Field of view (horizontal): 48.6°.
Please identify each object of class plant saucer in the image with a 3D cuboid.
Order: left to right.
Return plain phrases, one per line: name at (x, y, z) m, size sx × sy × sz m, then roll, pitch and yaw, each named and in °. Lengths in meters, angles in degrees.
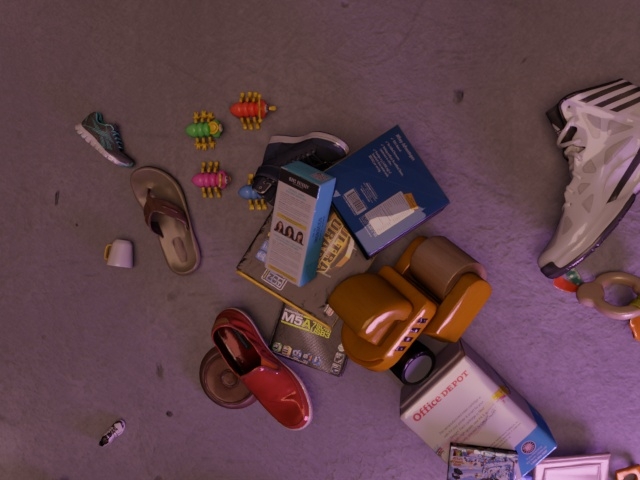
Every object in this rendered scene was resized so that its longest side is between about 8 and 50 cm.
plant saucer at (-0.215, 0.330, 1.713) m, size 0.169 × 0.029 × 0.168 m, roll 1°, pitch 96°, yaw 6°

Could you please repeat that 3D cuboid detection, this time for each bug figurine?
bug figurine at (-0.200, -0.203, 1.639) m, size 0.217 × 0.072 × 0.278 m, roll -5°, pitch 95°, yaw 8°

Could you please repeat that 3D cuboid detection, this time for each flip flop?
flip flop at (-0.366, -0.046, 1.670) m, size 0.112 × 0.080 × 0.276 m, roll -19°, pitch 93°, yaw 9°

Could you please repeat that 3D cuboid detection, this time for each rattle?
rattle at (0.627, 0.139, 1.586) m, size 0.200 × 0.142 × 0.130 m, roll 3°, pitch 63°, yaw 22°

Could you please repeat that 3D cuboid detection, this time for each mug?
mug at (-0.487, 0.029, 1.705) m, size 0.078 × 0.062 × 0.064 m, roll 8°, pitch 88°, yaw 0°

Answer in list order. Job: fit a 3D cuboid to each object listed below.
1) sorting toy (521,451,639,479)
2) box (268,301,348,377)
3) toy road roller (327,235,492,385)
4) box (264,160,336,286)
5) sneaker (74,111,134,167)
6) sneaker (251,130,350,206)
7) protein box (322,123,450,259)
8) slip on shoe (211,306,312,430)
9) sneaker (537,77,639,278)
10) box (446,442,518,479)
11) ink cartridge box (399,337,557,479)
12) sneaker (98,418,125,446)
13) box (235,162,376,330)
sorting toy at (0.561, 0.564, 1.610) m, size 0.348 × 0.047 × 0.195 m, roll -2°, pitch 106°, yaw -9°
box at (-0.009, 0.204, 1.666) m, size 0.191 × 0.045 × 0.184 m, roll 19°, pitch 99°, yaw 5°
toy road roller at (0.172, 0.128, 1.507) m, size 0.329 × 0.241 × 0.202 m, roll -53°, pitch 43°, yaw 6°
box at (-0.045, -0.033, 1.467) m, size 0.101 × 0.060 × 0.244 m, roll 28°, pitch 123°, yaw 25°
sneaker at (-0.501, -0.241, 1.680) m, size 0.166 × 0.065 × 0.076 m, roll 40°, pitch 95°, yaw 1°
sneaker at (-0.049, -0.146, 1.508) m, size 0.226 × 0.086 × 0.163 m, roll 2°, pitch 60°, yaw 43°
protein box at (0.130, -0.098, 1.499) m, size 0.201 × 0.136 × 0.199 m, roll -33°, pitch 84°, yaw -2°
slip on shoe at (-0.141, 0.304, 1.626) m, size 0.123 × 0.101 × 0.331 m, roll -35°, pitch 92°, yaw 20°
sneaker at (0.552, -0.149, 1.523) m, size 0.258 × 0.169 × 0.447 m, roll 38°, pitch 91°, yaw 11°
box at (0.331, 0.471, 1.456) m, size 0.137 × 0.027 × 0.093 m, roll 6°, pitch 96°, yaw 7°
ink cartridge box at (0.336, 0.386, 1.561) m, size 0.270 × 0.197 × 0.198 m, roll 45°, pitch 99°, yaw 1°
sneaker at (-0.518, 0.482, 1.761) m, size 0.032 × 0.037 × 0.083 m, roll 39°, pitch 97°, yaw 4°
box at (0.000, 0.000, 1.605) m, size 0.257 × 0.079 × 0.321 m, roll 32°, pitch 89°, yaw 5°
